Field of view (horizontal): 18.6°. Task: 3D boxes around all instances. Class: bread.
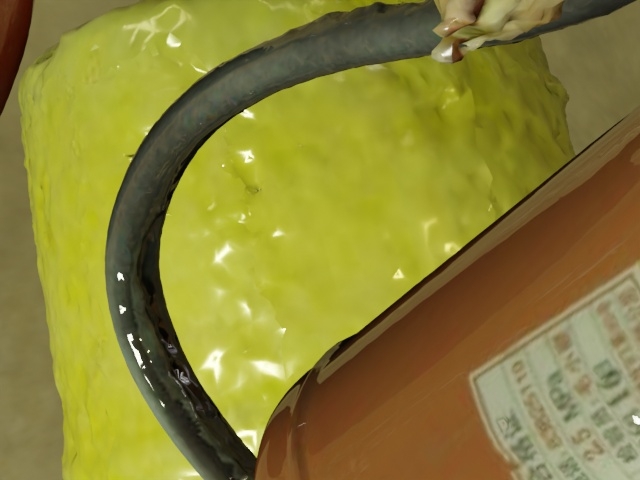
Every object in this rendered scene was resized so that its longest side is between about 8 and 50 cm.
[{"bbox_3d":[0.000,0.000,1.120,0.348,0.348,0.307,-14,85,10],"label":"bread"}]

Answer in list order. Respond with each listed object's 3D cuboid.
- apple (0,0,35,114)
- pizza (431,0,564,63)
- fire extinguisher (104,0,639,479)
[{"bbox_3d":[-0.219,-0.112,0.690,0.260,0.260,0.216,24,112,8],"label":"apple"},{"bbox_3d":[0.089,-0.123,0.287,0.147,0.226,0.069,-34,82,-30],"label":"pizza"},{"bbox_3d":[0.071,0.008,0.492,0.376,0.113,0.200,-44,58,37],"label":"fire extinguisher"}]
